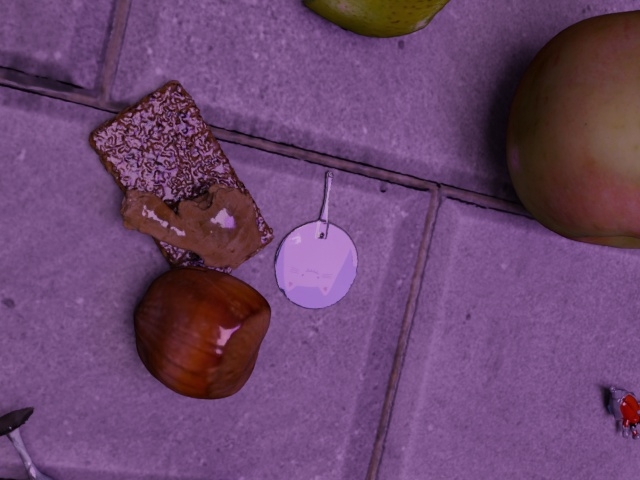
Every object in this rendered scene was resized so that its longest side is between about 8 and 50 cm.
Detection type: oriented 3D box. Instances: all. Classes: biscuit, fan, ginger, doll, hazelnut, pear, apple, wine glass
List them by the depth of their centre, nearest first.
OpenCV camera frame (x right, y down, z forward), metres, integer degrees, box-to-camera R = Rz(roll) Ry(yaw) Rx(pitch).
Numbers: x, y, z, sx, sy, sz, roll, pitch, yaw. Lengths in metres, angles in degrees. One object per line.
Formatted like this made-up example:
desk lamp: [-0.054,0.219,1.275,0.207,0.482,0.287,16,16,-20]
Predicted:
wine glass: [-0.308,0.286,0.992,0.066,0.066,0.198,-25,106,-18]
ginger: [-0.135,-0.026,0.994,0.165,0.067,0.096,21,113,-25]
pear: [0.122,-0.368,0.997,0.159,0.292,0.292,23,87,-14]
hazelnut: [-0.134,0.101,1.007,0.150,0.150,0.150,-3,98,-23]
biscuit: [-0.156,-0.058,1.034,0.131,0.025,0.231,-37,109,-14]
apple: [0.392,-0.131,1.108,0.319,0.319,0.277,9,84,-24]
fan: [0.000,0.000,1.117,0.113,0.005,0.175,6,94,-24]
doll: [0.453,0.247,1.325,0.057,0.039,0.114,-36,119,8]
